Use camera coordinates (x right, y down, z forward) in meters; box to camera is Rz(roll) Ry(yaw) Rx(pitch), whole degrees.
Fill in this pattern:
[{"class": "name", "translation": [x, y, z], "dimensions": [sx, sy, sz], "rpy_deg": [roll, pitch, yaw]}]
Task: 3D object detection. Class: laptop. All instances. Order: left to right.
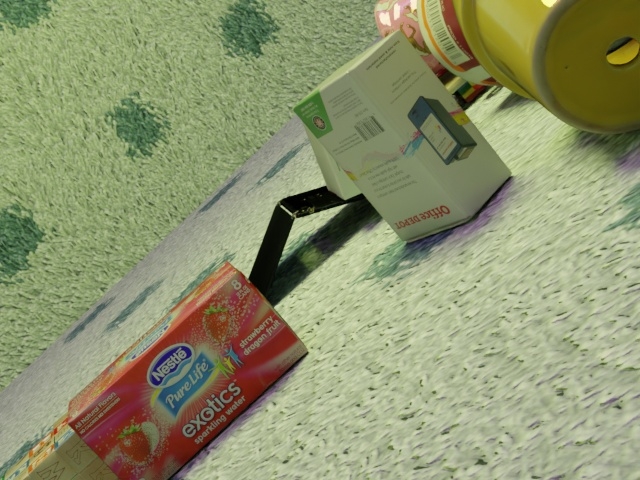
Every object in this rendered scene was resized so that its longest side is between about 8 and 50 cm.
[{"class": "laptop", "translation": [0.000, 0.000, 1.760], "dimensions": [0.264, 0.136, 0.234], "rpy_deg": [-16, 9, -6]}]

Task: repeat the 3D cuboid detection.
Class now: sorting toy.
[{"class": "sorting toy", "translation": [0.201, -0.228, 1.872], "dimensions": [0.132, 0.046, 0.274], "rpy_deg": [-41, 11, -1]}]

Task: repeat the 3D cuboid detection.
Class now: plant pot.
[{"class": "plant pot", "translation": [0.268, -0.227, 1.156], "dimensions": [0.254, 0.254, 0.239], "rpy_deg": [-38, 27, 20]}]

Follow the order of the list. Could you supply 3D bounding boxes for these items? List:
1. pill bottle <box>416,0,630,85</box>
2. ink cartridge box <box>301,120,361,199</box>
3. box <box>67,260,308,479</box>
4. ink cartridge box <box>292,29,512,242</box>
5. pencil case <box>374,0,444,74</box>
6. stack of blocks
[{"class": "pill bottle", "translation": [0.289, -0.331, 1.482], "dimensions": [0.224, 0.224, 0.392], "rpy_deg": [-44, 11, -13]}, {"class": "ink cartridge box", "translation": [0.081, -0.151, 1.648], "dimensions": [0.176, 0.127, 0.128], "rpy_deg": [-22, 9, -6]}, {"class": "box", "translation": [-0.155, 0.157, 1.353], "dimensions": [0.257, 0.128, 0.122], "rpy_deg": [-42, 10, -5]}, {"class": "ink cartridge box", "translation": [0.091, -0.113, 1.341], "dimensions": [0.093, 0.212, 0.154], "rpy_deg": [-43, 9, -26]}, {"class": "pencil case", "translation": [0.268, -0.385, 1.811], "dimensions": [0.386, 0.160, 0.167], "rpy_deg": [-25, -17, 24]}, {"class": "stack of blocks", "translation": [-0.304, 0.271, 1.534], "dimensions": [0.297, 0.087, 0.171], "rpy_deg": [-43, 10, -9]}]
